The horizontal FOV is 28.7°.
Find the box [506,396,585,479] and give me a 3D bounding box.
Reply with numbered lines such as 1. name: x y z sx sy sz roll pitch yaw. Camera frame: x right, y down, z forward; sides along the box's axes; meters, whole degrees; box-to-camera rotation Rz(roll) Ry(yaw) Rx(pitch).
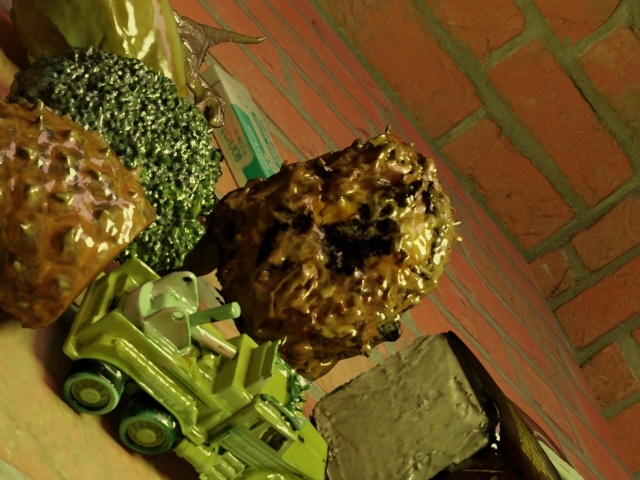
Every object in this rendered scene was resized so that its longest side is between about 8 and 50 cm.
1. box: 0.230 0.319 1.600 0.294 0.193 0.167 43 10 -39

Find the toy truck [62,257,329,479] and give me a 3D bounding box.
1. toy truck: -0.082 0.127 1.038 0.259 0.135 0.128 50 28 -25

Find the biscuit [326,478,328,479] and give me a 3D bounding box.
1. biscuit: -0.016 0.263 1.202 0.249 0.035 0.184 53 14 -9

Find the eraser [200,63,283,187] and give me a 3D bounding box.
1. eraser: -0.107 -0.143 1.793 0.095 0.052 0.225 30 30 -55

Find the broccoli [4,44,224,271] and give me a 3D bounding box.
1. broccoli: -0.187 -0.073 1.121 0.198 0.176 0.226 -19 90 -46

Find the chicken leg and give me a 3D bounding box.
1. chicken leg: -0.189 -0.133 1.295 0.152 0.201 0.429 -26 90 -33

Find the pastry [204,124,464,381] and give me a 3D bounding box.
1. pastry: 0.000 0.000 1.162 0.193 0.275 0.275 44 16 -12

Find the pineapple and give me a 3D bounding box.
1. pineapple: -0.267 -0.066 0.946 0.278 0.158 0.158 42 15 -6

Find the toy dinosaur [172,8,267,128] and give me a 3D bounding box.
1. toy dinosaur: -0.178 -0.273 1.754 0.200 0.072 0.251 39 26 -22

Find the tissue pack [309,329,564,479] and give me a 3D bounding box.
1. tissue pack: 0.169 0.299 1.326 0.370 0.198 0.210 53 5 -31
